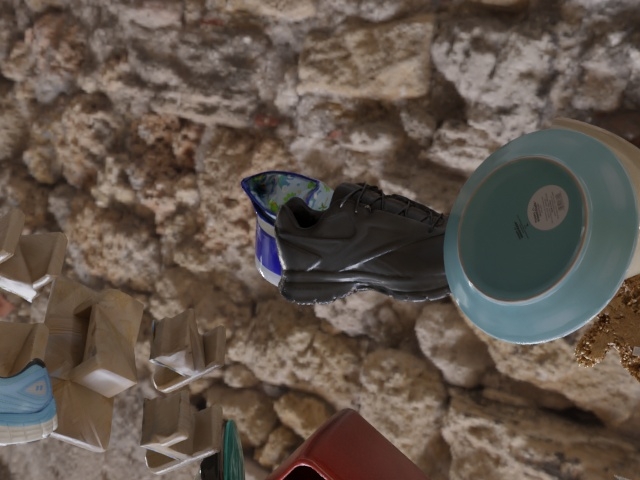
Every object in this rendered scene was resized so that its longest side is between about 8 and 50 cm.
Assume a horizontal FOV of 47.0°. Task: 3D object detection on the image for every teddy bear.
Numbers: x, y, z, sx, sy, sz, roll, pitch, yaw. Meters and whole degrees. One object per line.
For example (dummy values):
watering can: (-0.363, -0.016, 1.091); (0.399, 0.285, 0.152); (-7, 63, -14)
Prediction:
teddy bear: (0.607, 0.168, 1.392); (0.338, 0.245, 0.113); (34, -160, 9)

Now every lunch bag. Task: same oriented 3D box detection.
lunch bag: (-0.042, -0.057, 1.206); (0.151, 0.096, 0.129); (21, 173, 36)

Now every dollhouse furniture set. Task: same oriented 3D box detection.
dollhouse furniture set: (-0.342, 0.240, 0.931); (0.362, 0.257, 0.394); (37, -144, -39)

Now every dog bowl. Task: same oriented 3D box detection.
dog bowl: (0.000, 0.000, 1.486); (0.265, 0.104, 0.265); (2, -151, -1)

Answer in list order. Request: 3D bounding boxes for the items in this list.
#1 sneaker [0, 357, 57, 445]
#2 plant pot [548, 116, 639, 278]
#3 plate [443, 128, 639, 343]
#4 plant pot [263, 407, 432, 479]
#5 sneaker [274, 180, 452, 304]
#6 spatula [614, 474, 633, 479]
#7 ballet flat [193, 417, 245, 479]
sneaker: (-0.280, 0.115, 0.543); (0.162, 0.073, 0.063); (2, 173, -26)
plant pot: (0.448, -0.043, 1.169); (0.191, 0.284, 0.284); (12, -167, 24)
plate: (0.173, -0.008, 0.621); (0.024, 0.188, 0.188); (18, -175, -38)
plant pot: (0.022, 0.390, 1.000); (0.267, 0.267, 0.236); (42, -158, -2)
sneaker: (0.070, -0.004, 0.798); (0.286, 0.130, 0.109); (-7, -165, 23)
spatula: (0.463, 0.341, 0.823); (0.168, 0.019, 0.242); (32, 179, -24)
ballet flat: (-0.149, 0.412, 1.098); (0.096, 0.280, 0.095); (-17, 159, 6)
